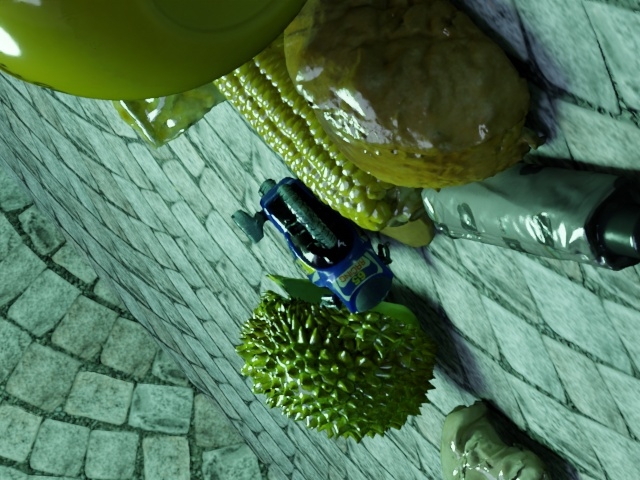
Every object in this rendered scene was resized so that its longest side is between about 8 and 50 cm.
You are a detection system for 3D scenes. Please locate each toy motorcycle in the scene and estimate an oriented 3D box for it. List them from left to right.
[{"bbox_3d":[0.000,0.000,1.983,0.169,0.113,0.315,48,178,-6],"label":"toy motorcycle"}]

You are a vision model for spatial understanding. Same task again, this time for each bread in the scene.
[{"bbox_3d":[-0.217,-0.242,2.054,0.152,0.130,0.267,-30,99,39],"label":"bread"},{"bbox_3d":[0.062,-0.126,1.480,0.229,0.139,0.143,45,172,30],"label":"bread"}]

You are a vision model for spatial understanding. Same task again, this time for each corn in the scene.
[{"bbox_3d":[-0.021,-0.142,1.711,0.363,0.120,0.120,45,164,25],"label":"corn"}]

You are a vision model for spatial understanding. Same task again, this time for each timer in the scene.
[{"bbox_3d":[-0.177,-0.292,1.387,0.387,0.376,0.376,31,155,41],"label":"timer"}]

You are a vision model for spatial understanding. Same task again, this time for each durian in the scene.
[{"bbox_3d":[0.016,0.134,2.076,0.237,0.176,0.200,28,174,41],"label":"durian"}]

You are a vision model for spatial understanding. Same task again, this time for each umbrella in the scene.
[{"bbox_3d":[0.181,-0.023,1.467,0.067,0.073,0.337,37,171,-23],"label":"umbrella"}]

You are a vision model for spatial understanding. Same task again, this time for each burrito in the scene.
[{"bbox_3d":[0.217,0.322,2.117,0.175,0.107,0.347,58,169,36],"label":"burrito"}]

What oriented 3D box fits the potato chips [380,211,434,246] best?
[{"bbox_3d":[0.048,-0.054,1.840,0.202,0.049,0.150,24,149,58],"label":"potato chips"}]
